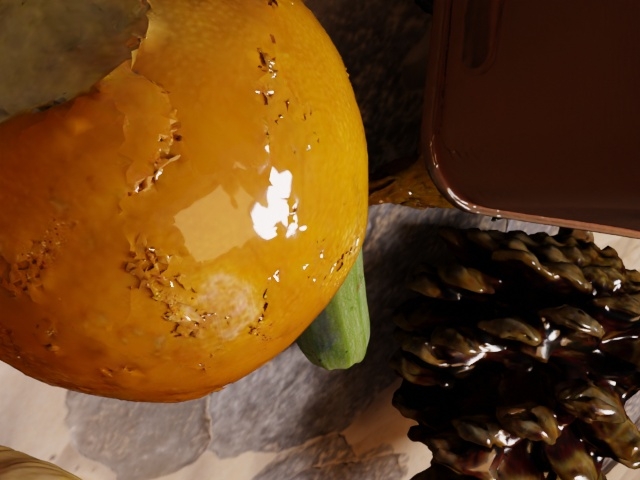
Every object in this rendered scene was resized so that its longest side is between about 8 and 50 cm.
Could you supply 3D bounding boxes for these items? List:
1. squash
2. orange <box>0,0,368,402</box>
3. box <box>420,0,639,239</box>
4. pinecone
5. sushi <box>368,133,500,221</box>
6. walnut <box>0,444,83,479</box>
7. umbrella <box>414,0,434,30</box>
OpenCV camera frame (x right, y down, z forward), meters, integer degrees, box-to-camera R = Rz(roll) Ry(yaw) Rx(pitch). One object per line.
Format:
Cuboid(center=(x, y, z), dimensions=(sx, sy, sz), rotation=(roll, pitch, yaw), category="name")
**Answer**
Cuboid(center=(0.000, 0.000, 0.938), dimensions=(0.066, 0.066, 0.229), rotation=(-33, 136, -29), category="squash")
Cuboid(center=(-0.091, -0.037, 0.679), dimensions=(0.240, 0.240, 0.240), rotation=(-27, 133, -34), category="orange")
Cuboid(center=(0.266, -0.116, 0.844), dimensions=(0.339, 0.229, 0.239), rotation=(7, 89, -38), category="box")
Cuboid(center=(0.170, 0.102, 1.063), dimensions=(0.243, 0.243, 0.257), rotation=(-18, 127, -40), category="pinecone")
Cuboid(center=(0.161, -0.082, 1.011), dimensions=(0.287, 0.140, 0.149), rotation=(-43, 103, -18), category="sushi")
Cuboid(center=(-0.200, 0.230, 0.784), dimensions=(0.195, 0.195, 0.221), rotation=(-23, 138, -36), category="walnut")
Cuboid(center=(0.079, -0.210, 0.886), dimensions=(0.071, 0.080, 0.224), rotation=(-13, 128, 2), category="umbrella")
